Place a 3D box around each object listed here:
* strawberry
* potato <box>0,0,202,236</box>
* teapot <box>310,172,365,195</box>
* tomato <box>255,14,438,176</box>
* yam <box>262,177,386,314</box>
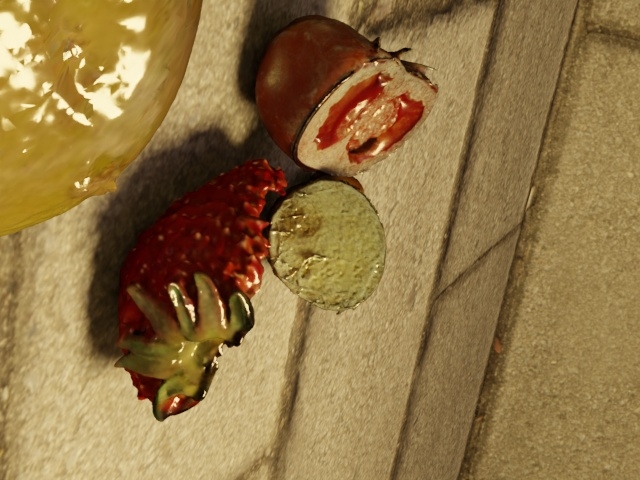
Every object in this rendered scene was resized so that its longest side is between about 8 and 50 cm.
[{"bbox_3d":[-0.137,0.027,1.184,0.306,0.138,0.233,-85,-161,-56],"label":"strawberry"},{"bbox_3d":[-0.196,-0.191,0.558,0.385,0.319,0.442,-58,158,-29],"label":"potato"},{"bbox_3d":[0.008,-0.054,1.517,0.098,0.078,0.129,-21,154,-10],"label":"teapot"},{"bbox_3d":[0.012,-0.181,1.286,0.180,0.155,0.214,-49,155,10],"label":"tomato"},{"bbox_3d":[0.000,0.000,1.345,0.254,0.154,0.154,-140,-112,-86],"label":"yam"}]
